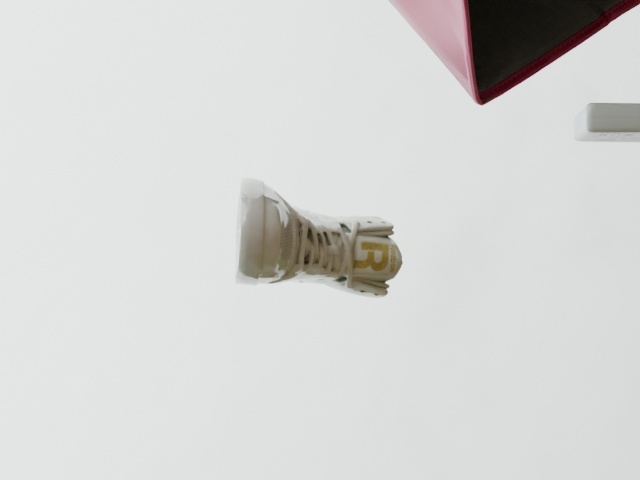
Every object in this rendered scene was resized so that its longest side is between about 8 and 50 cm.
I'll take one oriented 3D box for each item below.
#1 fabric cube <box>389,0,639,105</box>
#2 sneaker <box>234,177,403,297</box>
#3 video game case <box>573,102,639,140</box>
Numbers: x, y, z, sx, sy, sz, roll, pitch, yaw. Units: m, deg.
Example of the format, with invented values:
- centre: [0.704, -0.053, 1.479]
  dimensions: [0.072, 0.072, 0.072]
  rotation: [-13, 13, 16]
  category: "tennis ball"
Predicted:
- centre: [0.135, -0.309, 1.255]
  dimensions: [0.259, 0.258, 0.254]
  rotation: [-33, -25, -10]
  category: "fabric cube"
- centre: [0.000, 0.000, 1.727]
  dimensions: [0.292, 0.169, 0.108]
  rotation: [5, -89, -88]
  category: "sneaker"
- centre: [0.274, -0.082, 1.212]
  dimensions: [0.201, 0.183, 0.023]
  rotation: [-12, -77, -84]
  category: "video game case"
